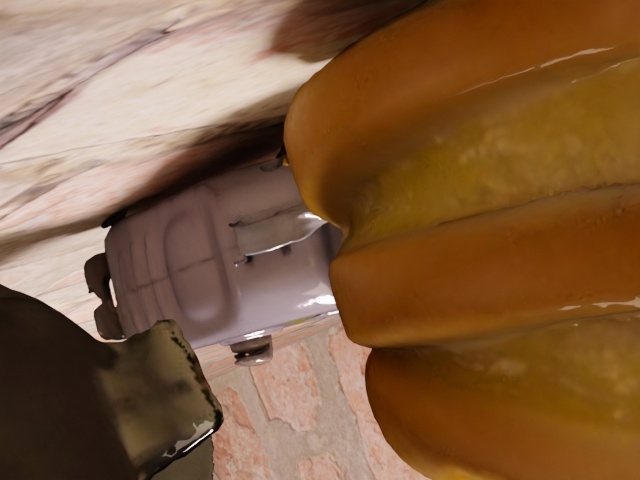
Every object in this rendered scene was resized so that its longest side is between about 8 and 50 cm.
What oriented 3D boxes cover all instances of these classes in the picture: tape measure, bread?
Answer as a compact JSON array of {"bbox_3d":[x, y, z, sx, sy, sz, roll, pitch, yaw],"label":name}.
[{"bbox_3d":[0.000,0.000,1.035,0.197,0.120,0.236,-12,175,-29],"label":"tape measure"},{"bbox_3d":[0.149,-0.019,0.762,0.315,0.270,0.211,-15,161,2],"label":"bread"}]

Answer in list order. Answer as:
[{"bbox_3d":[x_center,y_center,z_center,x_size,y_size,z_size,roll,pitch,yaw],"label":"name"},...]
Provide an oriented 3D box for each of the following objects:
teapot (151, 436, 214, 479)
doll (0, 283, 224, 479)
[{"bbox_3d":[-0.194,0.136,1.119,0.251,0.183,0.183,-7,-177,31],"label":"teapot"},{"bbox_3d":[-0.197,0.165,0.714,0.382,0.379,0.252,-21,-167,43],"label":"doll"}]
